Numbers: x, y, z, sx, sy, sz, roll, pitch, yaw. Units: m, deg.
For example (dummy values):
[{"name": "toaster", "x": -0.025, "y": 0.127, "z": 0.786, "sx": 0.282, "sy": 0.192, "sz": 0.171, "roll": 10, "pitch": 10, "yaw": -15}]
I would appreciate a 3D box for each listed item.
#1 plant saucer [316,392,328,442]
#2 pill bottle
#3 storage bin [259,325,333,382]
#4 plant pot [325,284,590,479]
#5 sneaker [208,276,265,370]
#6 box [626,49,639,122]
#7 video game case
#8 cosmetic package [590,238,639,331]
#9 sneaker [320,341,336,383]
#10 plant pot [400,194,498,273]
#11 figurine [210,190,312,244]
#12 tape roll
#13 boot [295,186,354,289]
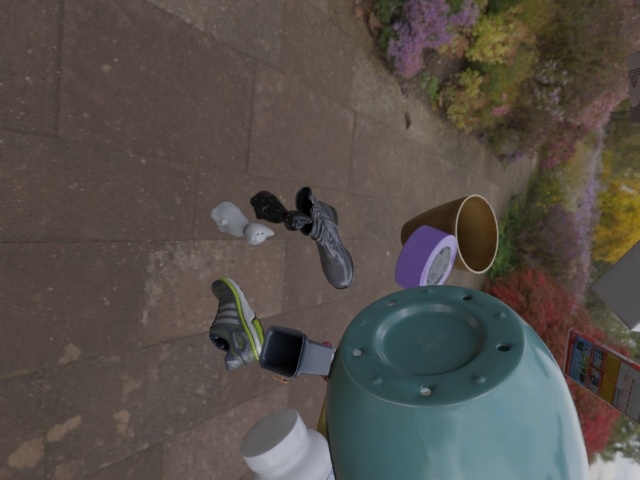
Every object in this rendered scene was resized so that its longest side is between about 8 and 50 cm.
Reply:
[{"name": "plant saucer", "x": 0.109, "y": 0.601, "z": 1.370, "sx": 0.081, "sy": 0.333, "sz": 0.333, "roll": 34, "pitch": 41, "yaw": -11}, {"name": "pill bottle", "x": -0.039, "y": 0.669, "z": 1.071, "sx": 0.229, "sy": 0.229, "sz": 0.407, "roll": -38, "pitch": 103, "yaw": -47}, {"name": "storage bin", "x": -0.045, "y": 0.228, "z": 0.783, "sx": 0.091, "sy": 0.135, "sz": 0.098, "roll": 23, "pitch": 72, "yaw": -33}, {"name": "plant pot", "x": 0.136, "y": 0.194, "z": 0.452, "sx": 0.293, "sy": 0.293, "sz": 0.235, "roll": -42, "pitch": 124, "yaw": -45}, {"name": "sneaker", "x": -0.231, "y": 0.200, "z": 1.012, "sx": 0.121, "sy": 0.300, "sz": 0.111, "roll": -25, "pitch": 128, "yaw": -19}, {"name": "box", "x": 0.733, "y": -0.328, "z": 0.798, "sx": 0.247, "sy": 0.142, "sz": 0.163, "roll": -41, "pitch": 120, "yaw": -65}, {"name": "video game case", "x": 0.911, "y": 0.430, "z": 1.264, "sx": 0.025, "sy": 0.285, "sz": 0.204, "roll": -21, "pitch": 119, "yaw": -18}, {"name": "cosmetic package", "x": 0.938, "y": 0.027, "z": 0.971, "sx": 0.230, "sy": 0.161, "sz": 0.453, "roll": 9, "pitch": 127, "yaw": -20}, {"name": "sneaker", "x": 0.061, "y": 0.431, "z": 1.342, "sx": 0.112, "sy": 0.121, "sz": 0.299, "roll": -45, "pitch": 131, "yaw": -26}, {"name": "plant pot", "x": 0.396, "y": -0.017, "z": 1.298, "sx": 0.237, "sy": 0.254, "sz": 0.237, "roll": 1, "pitch": 88, "yaw": -38}, {"name": "figurine", "x": -0.164, "y": -0.057, "z": 1.120, "sx": 0.215, "sy": 0.209, "sz": 0.092, "roll": -23, "pitch": 123, "yaw": -37}, {"name": "tape roll", "x": 0.291, "y": 0.059, "z": 1.097, "sx": 0.189, "sy": 0.080, "sz": 0.189, "roll": -27, "pitch": 130, "yaw": -37}, {"name": "boot", "x": 0.000, "y": 0.000, "z": 1.367, "sx": 0.223, "sy": 0.118, "sz": 0.338, "roll": 27, "pitch": 42, "yaw": -63}]
